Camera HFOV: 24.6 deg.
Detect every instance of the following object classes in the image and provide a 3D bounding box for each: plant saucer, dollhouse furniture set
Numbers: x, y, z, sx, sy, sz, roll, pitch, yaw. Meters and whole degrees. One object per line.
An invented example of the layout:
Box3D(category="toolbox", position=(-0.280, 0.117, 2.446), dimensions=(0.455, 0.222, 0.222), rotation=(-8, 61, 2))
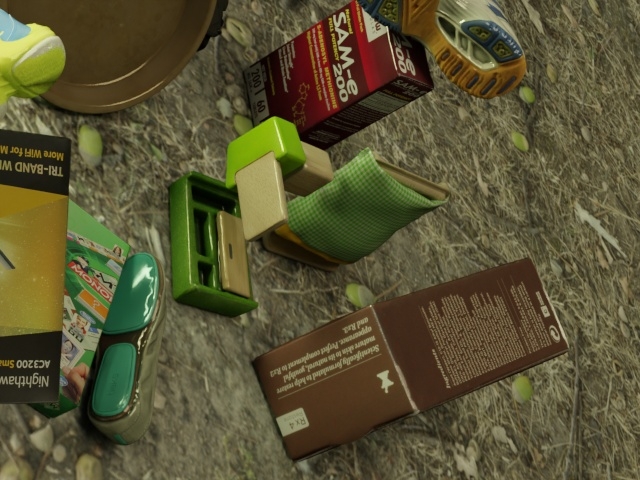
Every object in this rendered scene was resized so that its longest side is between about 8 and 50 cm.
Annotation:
Box3D(category="plant saucer", position=(-0.232, -0.274, 1.594), dimensions=(0.278, 0.041, 0.277), rotation=(-21, 124, -34))
Box3D(category="dollhouse furniture set", position=(0.000, 0.000, 1.702), dimensions=(0.302, 0.198, 0.151), rotation=(20, 53, -43))

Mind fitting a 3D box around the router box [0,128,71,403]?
Box3D(category="router box", position=(-0.365, 0.017, 1.244), dimensions=(0.309, 0.081, 0.242), rotation=(4, 86, -43))

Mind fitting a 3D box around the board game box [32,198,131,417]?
Box3D(category="board game box", position=(-0.335, 0.000, 1.415), dimensions=(0.317, 0.046, 0.213), rotation=(41, 40, -28))

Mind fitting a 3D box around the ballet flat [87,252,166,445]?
Box3D(category="ballet flat", position=(-0.195, 0.113, 1.516), dimensions=(0.068, 0.072, 0.213), rotation=(65, 25, -49))

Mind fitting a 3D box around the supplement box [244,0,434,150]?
Box3D(category="supplement box", position=(0.019, -0.199, 1.815), dimensions=(0.073, 0.239, 0.130), rotation=(13, 58, -46))

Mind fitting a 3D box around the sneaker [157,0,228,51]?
Box3D(category="sneaker", position=(-0.160, -0.304, 1.795), dimensions=(0.286, 0.109, 0.130), rotation=(-48, 116, -45))

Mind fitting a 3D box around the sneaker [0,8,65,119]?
Box3D(category="sneaker", position=(-0.363, -0.153, 1.389), dimensions=(0.126, 0.091, 0.240), rotation=(37, 45, 21))

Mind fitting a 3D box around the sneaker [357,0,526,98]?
Box3D(category="sneaker", position=(0.123, -0.294, 1.732), dimensions=(0.296, 0.112, 0.131), rotation=(47, 23, -20))

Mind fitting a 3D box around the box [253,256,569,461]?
Box3D(category="box", position=(0.119, 0.138, 1.773), dimensions=(0.381, 0.191, 0.143), rotation=(-15, 80, -55))
